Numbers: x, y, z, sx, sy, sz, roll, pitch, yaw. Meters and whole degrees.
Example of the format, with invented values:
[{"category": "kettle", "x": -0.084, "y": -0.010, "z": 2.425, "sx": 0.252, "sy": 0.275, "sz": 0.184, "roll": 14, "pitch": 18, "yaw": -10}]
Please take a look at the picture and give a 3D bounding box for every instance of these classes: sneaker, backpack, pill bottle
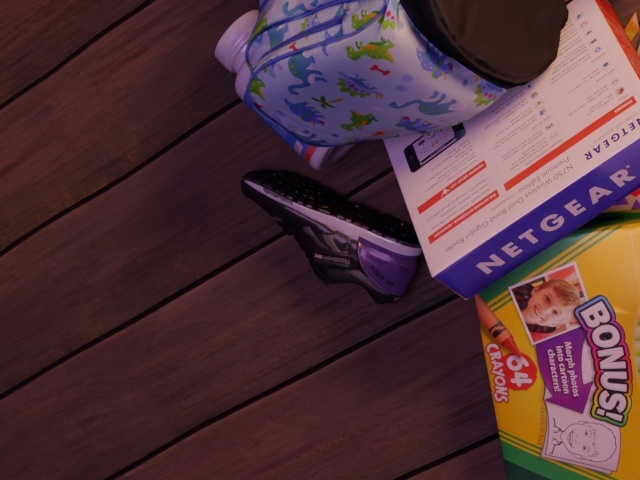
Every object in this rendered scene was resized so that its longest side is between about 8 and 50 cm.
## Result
[{"category": "sneaker", "x": 0.000, "y": 0.000, "z": 1.829, "sx": 0.283, "sy": 0.107, "sz": 0.124, "roll": 26, "pitch": 113, "yaw": 16}, {"category": "backpack", "x": 0.068, "y": -0.251, "z": 1.583, "sx": 0.356, "sy": 0.290, "sz": 0.273, "roll": 12, "pitch": 78, "yaw": 44}, {"category": "pill bottle", "x": -0.040, "y": -0.212, "z": 1.798, "sx": 0.221, "sy": 0.124, "sz": 0.124, "roll": 43, "pitch": 111, "yaw": 10}]

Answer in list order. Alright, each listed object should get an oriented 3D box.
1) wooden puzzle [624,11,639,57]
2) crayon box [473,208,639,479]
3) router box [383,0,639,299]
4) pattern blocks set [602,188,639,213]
[{"category": "wooden puzzle", "x": 0.444, "y": -0.260, "z": 1.658, "sx": 0.116, "sy": 0.014, "sz": 0.078, "roll": 26, "pitch": 111, "yaw": 17}, {"category": "crayon box", "x": 0.377, "y": 0.149, "z": 1.677, "sx": 0.313, "sy": 0.106, "sz": 0.362, "roll": -7, "pitch": 101, "yaw": 25}, {"category": "router box", "x": 0.249, "y": -0.138, "z": 1.629, "sx": 0.335, "sy": 0.082, "sz": 0.301, "roll": -35, "pitch": 47, "yaw": 23}, {"category": "pattern blocks set", "x": 0.422, "y": -0.085, "z": 1.685, "sx": 0.325, "sy": 0.026, "sz": 0.285, "roll": 4, "pitch": 100, "yaw": 21}]
